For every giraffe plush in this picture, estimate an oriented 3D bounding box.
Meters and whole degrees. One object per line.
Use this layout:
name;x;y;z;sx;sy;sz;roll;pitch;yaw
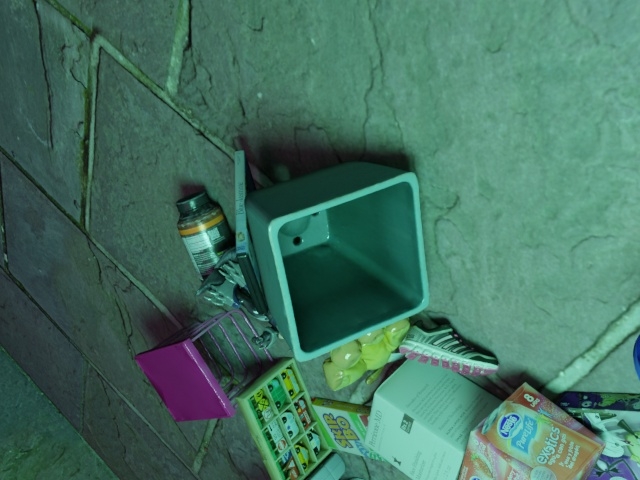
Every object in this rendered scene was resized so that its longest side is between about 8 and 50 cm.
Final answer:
giraffe plush;0.059;0.154;1.204;0.181;0.210;0.170;-49;59;13

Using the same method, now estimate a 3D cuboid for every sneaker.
sneaker;0.226;0.181;1.123;0.170;0.075;0.063;13;154;13

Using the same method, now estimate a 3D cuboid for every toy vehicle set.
toy vehicle set;-0.080;0.426;1.501;0.035;0.166;0.267;-4;113;45

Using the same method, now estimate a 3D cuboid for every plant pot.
plant pot;0.000;0.000;1.084;0.252;0.248;0.247;38;144;55

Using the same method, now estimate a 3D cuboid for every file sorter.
file sorter;-0.279;0.302;1.597;0.290;0.182;0.202;-23;100;50

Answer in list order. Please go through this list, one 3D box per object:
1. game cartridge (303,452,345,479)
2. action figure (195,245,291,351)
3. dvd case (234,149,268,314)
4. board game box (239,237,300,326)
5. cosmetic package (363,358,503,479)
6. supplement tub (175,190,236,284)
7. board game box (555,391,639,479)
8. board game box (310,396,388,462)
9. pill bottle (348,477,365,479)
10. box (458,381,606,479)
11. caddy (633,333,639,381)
game cartridge;-0.074;0.617;1.525;0.060;0.294;0.196;51;140;9
action figure;-0.107;0.144;1.345;0.285;0.099;0.185;36;125;0
dvd case;-0.127;-0.016;1.192;0.022;0.253;0.180;-9;141;2
board game box;-0.095;0.076;1.386;0.136;0.030;0.260;45;139;14
cosmetic package;0.200;0.330;1.177;0.183;0.151;0.151;29;132;27
supplement tub;-0.244;-0.005;1.416;0.106;0.106;0.198;-3;113;45
board game box;0.535;0.320;0.933;0.347;0.056;0.208;-12;112;47
board game box;0.079;0.421;1.449;0.259;0.039;0.124;-3;113;48
pill bottle;0.017;0.701;1.464;0.188;0.334;0.188;24;131;32
box;0.326;0.399;1.069;0.154;0.142;0.300;37;145;35
caddy;0.522;0.177;0.702;0.341;0.241;0.179;34;129;24
